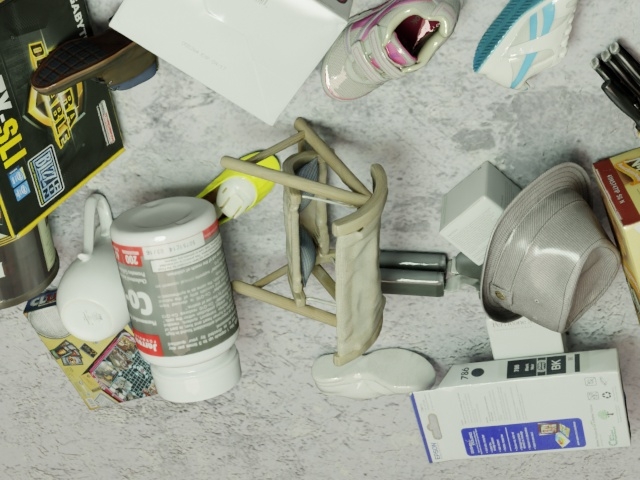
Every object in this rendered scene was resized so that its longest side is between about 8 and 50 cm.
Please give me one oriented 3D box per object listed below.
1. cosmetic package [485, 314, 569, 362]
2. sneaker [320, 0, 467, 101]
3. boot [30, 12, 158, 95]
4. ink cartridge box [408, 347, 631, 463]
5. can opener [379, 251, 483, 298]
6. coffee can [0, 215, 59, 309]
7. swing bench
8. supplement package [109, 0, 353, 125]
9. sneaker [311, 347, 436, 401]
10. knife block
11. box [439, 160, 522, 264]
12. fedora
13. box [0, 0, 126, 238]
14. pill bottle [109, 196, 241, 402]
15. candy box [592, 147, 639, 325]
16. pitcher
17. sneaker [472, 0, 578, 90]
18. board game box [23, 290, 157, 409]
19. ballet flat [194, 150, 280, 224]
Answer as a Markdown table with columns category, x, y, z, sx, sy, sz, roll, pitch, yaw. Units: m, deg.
| category | x | y | z | sx | sy | sz | roll | pitch | yaw |
| --- | --- | --- | --- | --- | --- | --- | --- | --- | --- |
| cosmetic package | 0.342 | 0.184 | 2.089 | 0.117 | 0.085 | 0.231 | -9 | 125 | 15 |
| sneaker | 0.092 | -0.271 | 1.779 | 0.103 | 0.111 | 0.252 | 39 | 123 | -19 |
| boot | -0.308 | -0.238 | 1.824 | 0.082 | 0.219 | 0.106 | 32 | 146 | 32 |
| ink cartridge box | 0.319 | 0.267 | 2.063 | 0.332 | 0.065 | 0.165 | -7 | 124 | 14 |
| can opener | 0.175 | 0.042 | 2.018 | 0.280 | 0.074 | 0.093 | 0 | 132 | 13 |
| coffee can | -0.526 | -0.058 | 1.983 | 0.201 | 0.202 | 0.275 | 1 | 126 | 9 |
| swing bench | 0.000 | 0.000 | 1.890 | 0.254 | 0.165 | 0.253 | 32 | 137 | 34 |
| supplement package | -0.113 | -0.327 | 1.751 | 0.261 | 0.145 | 0.204 | 31 | 125 | -14 |
| sneaker | 0.095 | 0.238 | 2.186 | 0.212 | 0.080 | 0.094 | 1 | 138 | 17 |
| knife block | 0.492 | -0.158 | 1.811 | 0.242 | 0.088 | 0.276 | 5 | 127 | 7 |
| box | 0.243 | -0.041 | 1.929 | 0.087 | 0.101 | 0.102 | 39 | 123 | -18 |
| fedora | 0.350 | 0.034 | 1.875 | 0.124 | 0.243 | 0.275 | 39 | 148 | 30 |
| box | -0.414 | -0.205 | 1.819 | 0.079 | 0.257 | 0.322 | 14 | 131 | 31 |
| pill bottle | -0.212 | 0.091 | 1.950 | 0.161 | 0.161 | 0.283 | -5 | 111 | 13 |
| candy box | 0.494 | 0.044 | 1.892 | 0.087 | 0.183 | 0.317 | -18 | 121 | 8 |
| pitcher | -0.348 | 0.042 | 2.024 | 0.125 | 0.207 | 0.178 | -12 | 122 | 17 |
| sneaker | 0.305 | -0.298 | 1.748 | 0.092 | 0.087 | 0.229 | 25 | 133 | -18 |
| board game box | -0.378 | 0.180 | 2.220 | 0.165 | 0.042 | 0.243 | -14 | 126 | 17 |
| ballet flat | -0.156 | -0.053 | 2.001 | 0.231 | 0.077 | 0.077 | -31 | 114 | 27 |
